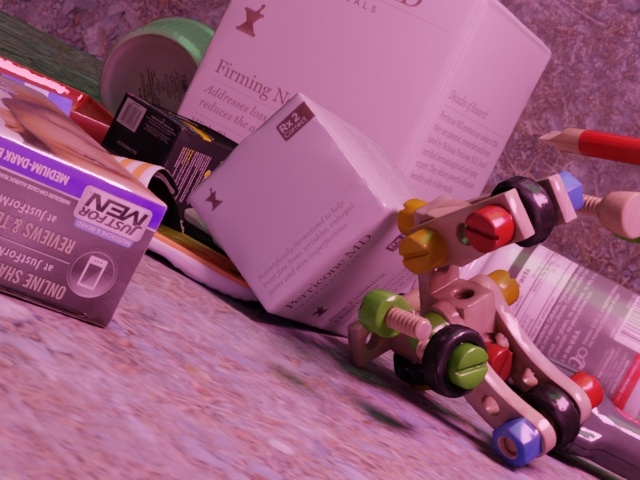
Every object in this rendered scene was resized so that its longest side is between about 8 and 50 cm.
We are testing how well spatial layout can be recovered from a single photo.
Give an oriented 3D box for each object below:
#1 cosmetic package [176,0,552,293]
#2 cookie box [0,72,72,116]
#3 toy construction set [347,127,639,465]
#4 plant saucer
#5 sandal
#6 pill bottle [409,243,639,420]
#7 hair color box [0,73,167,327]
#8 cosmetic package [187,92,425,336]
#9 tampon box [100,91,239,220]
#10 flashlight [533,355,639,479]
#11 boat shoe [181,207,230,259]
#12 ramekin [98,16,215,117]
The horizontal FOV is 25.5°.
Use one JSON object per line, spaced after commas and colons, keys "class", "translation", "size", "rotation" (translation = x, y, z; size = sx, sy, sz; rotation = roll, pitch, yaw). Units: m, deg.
{"class": "cosmetic package", "translation": [0.048, -0.175, 1.900], "size": [0.329, 0.393, 0.327], "rotation": [29, 7, 23]}
{"class": "cookie box", "translation": [-0.330, -0.136, 1.480], "size": [0.107, 0.040, 0.092], "rotation": [-7, -19, 44]}
{"class": "toy construction set", "translation": [0.143, 0.019, 1.259], "size": [0.237, 0.309, 0.257], "rotation": [18, -29, 49]}
{"class": "plant saucer", "translation": [-0.388, -0.190, 1.831], "size": [0.258, 0.047, 0.259], "rotation": [23, 8, -29]}
{"class": "sandal", "translation": [-0.153, -0.029, 1.363], "size": [0.265, 0.076, 0.102], "rotation": [28, 6, 8]}
{"class": "pill bottle", "translation": [0.250, 0.093, 1.609], "size": [0.283, 0.161, 0.161], "rotation": [28, 7, 14]}
{"class": "hair color box", "translation": [-0.267, -0.065, 1.081], "size": [0.185, 0.110, 0.339], "rotation": [24, 9, -32]}
{"class": "cosmetic package", "translation": [0.004, -0.019, 1.356], "size": [0.151, 0.151, 0.184], "rotation": [53, 15, 25]}
{"class": "tampon box", "translation": [-0.162, -0.088, 1.670], "size": [0.120, 0.101, 0.161], "rotation": [33, 9, 39]}
{"class": "flashlight", "translation": [0.337, 0.207, 1.352], "size": [0.304, 0.103, 0.103], "rotation": [27, -20, 10]}
{"class": "boat shoe", "translation": [-0.104, 0.005, 1.456], "size": [0.046, 0.038, 0.125], "rotation": [-5, 26, -40]}
{"class": "ramekin", "translation": [-0.228, -0.225, 2.089], "size": [0.207, 0.207, 0.109], "rotation": [28, 15, 13]}
